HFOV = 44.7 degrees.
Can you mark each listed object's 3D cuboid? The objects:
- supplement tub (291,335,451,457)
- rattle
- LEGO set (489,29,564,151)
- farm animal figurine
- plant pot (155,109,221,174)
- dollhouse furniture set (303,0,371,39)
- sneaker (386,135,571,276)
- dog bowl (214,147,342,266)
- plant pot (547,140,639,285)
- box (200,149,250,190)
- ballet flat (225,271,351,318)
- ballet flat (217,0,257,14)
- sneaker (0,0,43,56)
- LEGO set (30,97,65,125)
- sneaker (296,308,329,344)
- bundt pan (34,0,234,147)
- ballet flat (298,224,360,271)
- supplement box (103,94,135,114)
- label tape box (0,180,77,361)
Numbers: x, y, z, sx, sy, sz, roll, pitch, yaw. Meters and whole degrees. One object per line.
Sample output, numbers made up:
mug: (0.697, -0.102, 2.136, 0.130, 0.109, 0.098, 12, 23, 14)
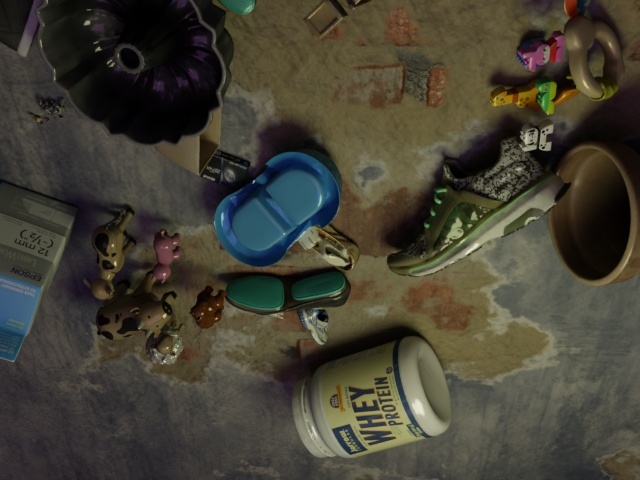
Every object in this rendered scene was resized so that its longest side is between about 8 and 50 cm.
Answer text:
supplement tub: (0.121, 0.378, 1.844, 0.325, 0.235, 0.235, -22, 127, 22)
rattle: (0.416, -0.329, 1.309, 0.130, 0.143, 0.199, -46, 116, -8)
LEGO set: (0.348, -0.261, 1.347, 0.093, 0.087, 0.227, -12, 131, -5)
farm animal figurine: (-0.391, 0.128, 1.676, 0.330, 0.172, 0.327, 41, 132, -13)
plant pot: (-0.249, -0.204, 1.444, 0.096, 0.109, 0.109, 16, 133, 7)
dollhouse furniture set: (0.028, -0.445, 1.231, 0.182, 0.101, 0.161, -35, 96, 31)
sneaker: (0.276, -0.070, 1.528, 0.410, 0.158, 0.182, -32, 88, 35)
dog bowl: (-0.078, -0.069, 1.538, 0.297, 0.074, 0.166, -37, 99, 30)
plant pot: (0.586, -0.054, 1.431, 0.230, 0.263, 0.263, -3, 134, -16)
box: (-0.189, -0.141, 1.547, 0.083, 0.018, 0.067, 21, 130, -14)
ballet flat: (-0.070, 0.130, 1.737, 0.281, 0.095, 0.096, -3, 146, 8)
ballet flat: (-0.177, -0.452, 1.236, 0.072, 0.068, 0.213, -35, 127, 19)
sneaker: (-0.503, -0.435, 1.248, 0.147, 0.104, 0.295, 21, 135, -21)
LEGO set: (-0.516, -0.242, 1.479, 0.054, 0.023, 0.083, 30, 127, -21)
sneaker: (-0.002, 0.196, 1.813, 0.058, 0.052, 0.135, -30, 139, 4)
bundt pan: (-0.287, -0.323, 1.277, 0.331, 0.124, 0.330, 10, 130, 12)
ballet flat: (0.000, 0.000, 1.626, 0.206, 0.067, 0.073, 30, 128, -20)
supplement box: (-0.355, -0.240, 1.428, 0.083, 0.083, 0.056, 24, 129, -17)
label tape box: (-0.653, 0.039, 1.525, 0.249, 0.347, 0.115, 21, 130, -14)
